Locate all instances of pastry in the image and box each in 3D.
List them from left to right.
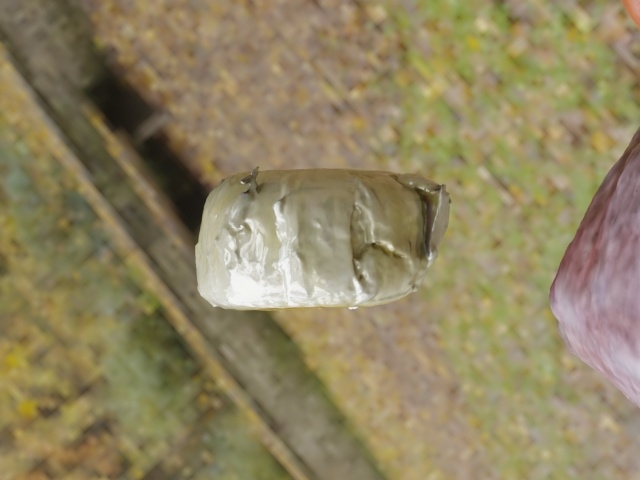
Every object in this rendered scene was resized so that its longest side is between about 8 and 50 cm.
[{"bbox_3d":[0.000,0.000,1.228,0.166,0.166,0.088,171,97,-79],"label":"pastry"}]

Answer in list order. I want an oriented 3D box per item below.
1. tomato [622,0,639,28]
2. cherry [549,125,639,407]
[{"bbox_3d":[0.277,-0.229,1.494,0.112,0.228,0.199,6,154,27],"label":"tomato"},{"bbox_3d":[0.222,-0.011,0.781,0.300,0.230,0.203,-27,119,36],"label":"cherry"}]
